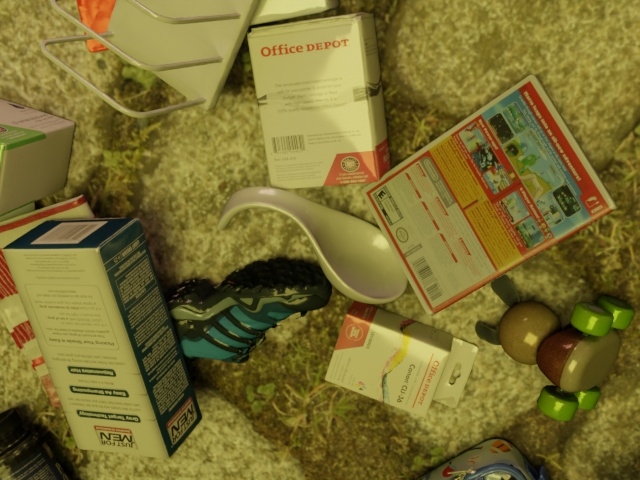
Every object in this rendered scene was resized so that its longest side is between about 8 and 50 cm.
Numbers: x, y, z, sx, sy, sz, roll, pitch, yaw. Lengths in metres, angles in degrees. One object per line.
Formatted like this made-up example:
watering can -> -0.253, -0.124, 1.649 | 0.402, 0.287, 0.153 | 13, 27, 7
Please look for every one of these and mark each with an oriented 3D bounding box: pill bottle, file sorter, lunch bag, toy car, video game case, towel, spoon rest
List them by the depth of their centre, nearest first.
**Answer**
file sorter -> -0.202, -0.314, 1.052 | 0.193, 0.173, 0.277 | 37, 121, 14
video game case -> 0.213, -0.055, 1.138 | 0.285, 0.025, 0.204 | -34, 75, 24
spoon rest -> 0.000, 0.000, 1.179 | 0.277, 0.137, 0.084 | 23, 136, -9
toy car -> 0.306, 0.130, 1.188 | 0.188, 0.149, 0.155 | 28, 110, 34
lunch bag -> 0.267, 0.455, 1.282 | 0.243, 0.115, 0.303 | -34, 97, 18
towel -> -0.391, 0.106, 1.338 | 0.237, 0.037, 0.328 | -17, 113, 16
pill bottle -> -0.498, 0.399, 1.437 | 0.123, 0.123, 0.219 | -25, 99, 19

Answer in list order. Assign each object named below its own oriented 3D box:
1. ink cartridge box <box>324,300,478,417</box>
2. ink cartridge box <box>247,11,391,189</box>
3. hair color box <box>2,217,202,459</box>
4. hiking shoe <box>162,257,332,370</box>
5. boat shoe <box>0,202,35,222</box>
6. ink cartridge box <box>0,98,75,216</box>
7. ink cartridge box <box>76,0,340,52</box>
ink cartridge box -> 0.120, 0.179, 1.255 | 0.198, 0.067, 0.115 | 19, 109, 7
ink cartridge box -> 0.001, -0.188, 1.157 | 0.159, 0.092, 0.217 | -3, 107, 18
hair color box -> -0.310, 0.143, 1.248 | 0.174, 0.105, 0.347 | 0, 116, 26
hiking shoe -> -0.110, 0.113, 1.279 | 0.304, 0.113, 0.132 | -11, 111, 26
boat shoe -> -0.561, -0.063, 1.337 | 0.229, 0.076, 0.080 | 8, 77, -12
ink cartridge box -> -0.531, -0.143, 1.241 | 0.273, 0.198, 0.114 | 18, 109, 7
ink cartridge box -> -0.187, -0.428, 1.134 | 0.385, 0.091, 0.308 | -7, 104, 14
